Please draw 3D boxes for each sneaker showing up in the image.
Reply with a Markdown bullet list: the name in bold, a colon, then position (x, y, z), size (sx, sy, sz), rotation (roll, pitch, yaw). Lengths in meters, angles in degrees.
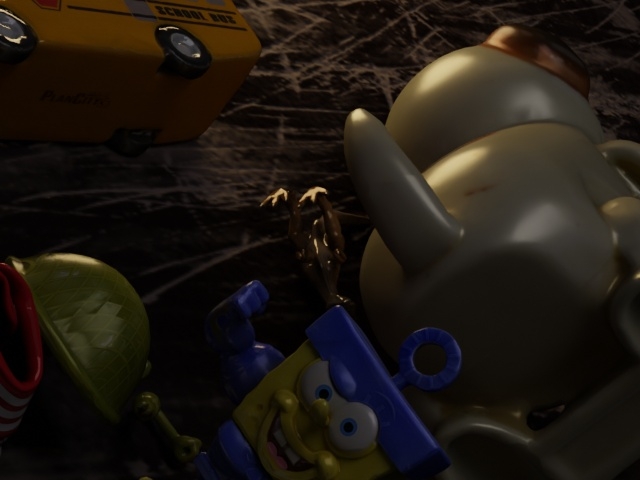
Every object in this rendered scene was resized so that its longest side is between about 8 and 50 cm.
- **sneaker**: position (-0.245, 0.025, 0.956), size (0.221, 0.128, 0.087), rotation (46, 31, 6)

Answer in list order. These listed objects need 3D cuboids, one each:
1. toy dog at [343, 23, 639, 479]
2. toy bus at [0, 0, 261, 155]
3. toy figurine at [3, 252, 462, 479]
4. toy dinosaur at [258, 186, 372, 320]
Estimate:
- **toy dog**: position (0.146, -0.003, 1.308), size (0.395, 0.284, 0.408), rotation (31, 26, -18)
- **toy bus**: position (-0.198, -0.151, 1.247), size (0.332, 0.108, 0.130), rotation (-1, 51, -48)
- **toy figurine**: position (-0.013, 0.107, 0.971), size (0.362, 0.217, 0.191), rotation (56, 9, 22)
- **toy dinosaur**: position (0.000, 0.000, 1.345), size (0.211, 0.064, 0.112), rotation (-84, 152, -59)
